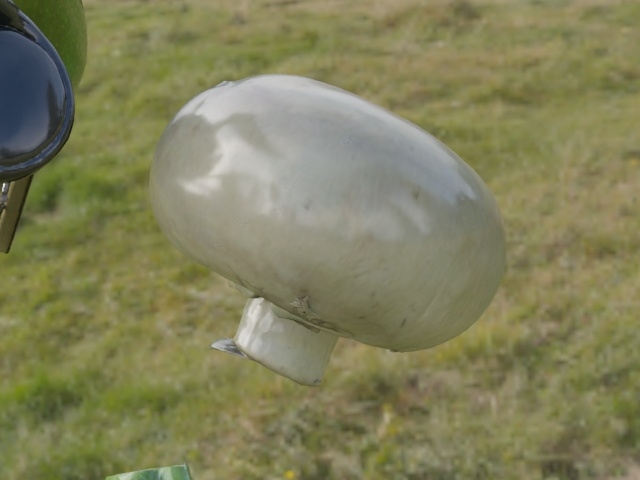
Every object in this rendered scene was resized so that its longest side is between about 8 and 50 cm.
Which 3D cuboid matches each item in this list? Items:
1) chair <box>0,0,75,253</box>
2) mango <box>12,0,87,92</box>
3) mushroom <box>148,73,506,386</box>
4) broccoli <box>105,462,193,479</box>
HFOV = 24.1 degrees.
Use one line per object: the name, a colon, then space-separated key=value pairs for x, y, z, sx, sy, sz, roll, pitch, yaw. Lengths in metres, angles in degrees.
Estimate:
chair: x=-0.190 y=-0.048 z=0.794 sx=0.095 sy=0.104 sz=0.221 roll=25 pitch=-26 yaw=-12
mango: x=-0.304 y=-0.164 z=0.979 sx=0.201 sy=0.225 sz=0.382 roll=3 pitch=-16 yaw=39
mushroom: x=0.000 y=0.000 z=1.011 sx=0.246 sy=0.202 sz=0.246 roll=21 pitch=9 yaw=-3
broccoli: x=-0.153 y=0.314 z=1.280 sx=0.261 sy=0.242 sz=0.269 roll=0 pitch=-12 yaw=-12
